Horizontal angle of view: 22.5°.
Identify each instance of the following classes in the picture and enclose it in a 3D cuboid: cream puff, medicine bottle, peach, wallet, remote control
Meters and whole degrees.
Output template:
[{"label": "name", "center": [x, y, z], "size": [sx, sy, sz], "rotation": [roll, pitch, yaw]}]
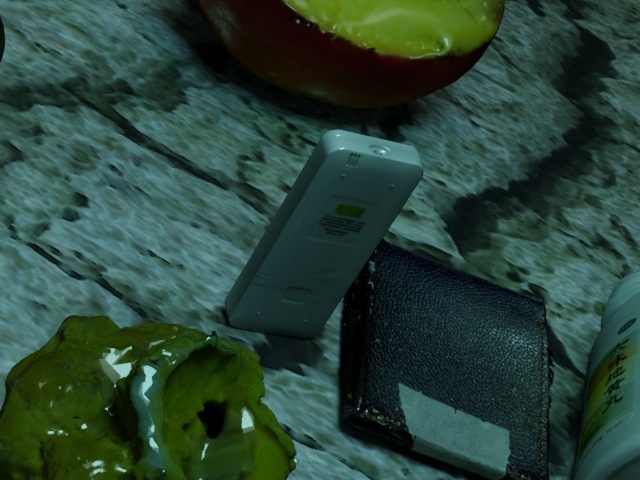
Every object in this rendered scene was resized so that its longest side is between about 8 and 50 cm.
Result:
[{"label": "cream puff", "center": [-0.130, 0.162, 1.270], "size": [0.282, 0.185, 0.282], "rotation": [16, 36, -12]}, {"label": "medicine bottle", "center": [0.330, 0.157, 1.602], "size": [0.124, 0.179, 0.324], "rotation": [28, 35, -2]}, {"label": "peach", "center": [0.007, -0.295, 1.898], "size": [0.380, 0.242, 0.306], "rotation": [26, 54, -28]}, {"label": "wallet", "center": [0.127, 0.122, 1.614], "size": [0.221, 0.071, 0.262], "rotation": [24, 38, -16]}, {"label": "remote control", "center": [0.000, 0.000, 1.505], "size": [0.103, 0.250, 0.034], "rotation": [10, 43, -24]}]

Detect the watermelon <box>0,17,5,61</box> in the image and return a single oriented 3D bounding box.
[{"label": "watermelon", "center": [-0.375, -0.216, 1.633], "size": [0.105, 0.105, 0.133], "rotation": [3, 60, -32]}]
